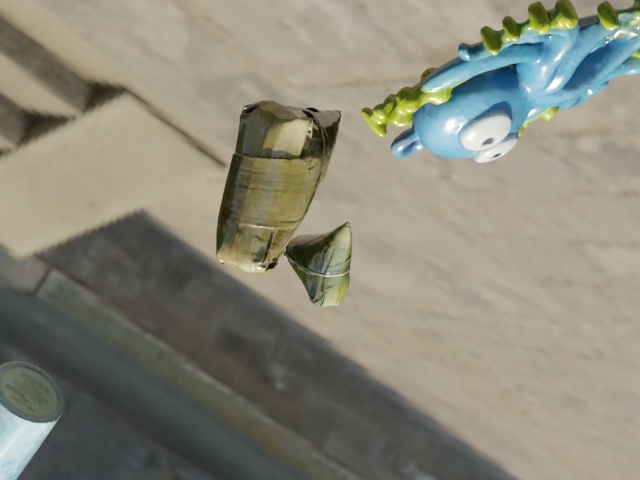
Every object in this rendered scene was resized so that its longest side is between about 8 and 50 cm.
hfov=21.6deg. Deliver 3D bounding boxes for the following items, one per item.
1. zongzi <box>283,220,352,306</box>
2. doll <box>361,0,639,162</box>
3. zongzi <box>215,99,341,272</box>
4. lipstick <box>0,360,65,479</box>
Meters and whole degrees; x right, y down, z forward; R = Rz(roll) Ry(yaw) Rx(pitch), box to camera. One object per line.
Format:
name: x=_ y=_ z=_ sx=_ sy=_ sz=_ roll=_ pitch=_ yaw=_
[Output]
zongzi: x=0.000 y=0.000 z=1.811 sx=0.104 sy=0.052 sz=0.113 roll=51 pitch=141 yaw=45
doll: x=0.230 y=-0.159 z=1.789 sx=0.346 sy=0.341 sz=0.098 roll=35 pitch=-146 yaw=-74
zongzi: x=-0.033 y=-0.049 z=1.552 sx=0.079 sy=0.160 sz=0.176 roll=21 pitch=-172 yaw=15
lipstick: x=-0.283 y=0.200 z=1.274 sx=0.061 sy=0.274 sz=0.068 roll=47 pitch=-148 yaw=14
